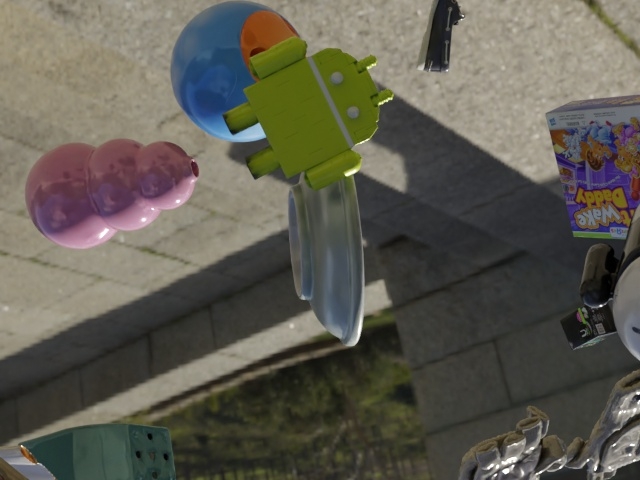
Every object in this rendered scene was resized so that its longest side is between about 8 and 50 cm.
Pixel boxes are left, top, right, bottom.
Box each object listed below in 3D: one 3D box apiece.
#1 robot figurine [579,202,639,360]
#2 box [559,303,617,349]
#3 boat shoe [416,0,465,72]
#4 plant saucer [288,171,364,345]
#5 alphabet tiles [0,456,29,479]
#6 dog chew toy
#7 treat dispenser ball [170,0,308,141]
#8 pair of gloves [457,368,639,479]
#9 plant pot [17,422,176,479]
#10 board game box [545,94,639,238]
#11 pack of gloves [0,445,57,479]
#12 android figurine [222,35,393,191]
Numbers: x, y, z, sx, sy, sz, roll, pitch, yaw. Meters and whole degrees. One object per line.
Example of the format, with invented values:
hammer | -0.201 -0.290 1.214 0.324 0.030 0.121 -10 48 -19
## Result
robot figurine | 0.426 0.037 1.124 0.173 0.278 0.209 43 129 -6
box | 0.478 0.151 1.766 0.052 0.062 0.083 -9 161 -26
boat shoe | 0.230 -0.406 1.816 0.065 0.206 0.075 15 -173 0
plant saucer | 0.000 0.000 1.847 0.100 0.400 0.400 -5 155 -7
alphabet tiles | -0.225 0.326 0.705 0.342 0.285 0.011 24 -176 33
dog chew toy | -0.389 -0.101 1.892 0.332 0.206 0.206 -11 157 15
treat dispenser ball | -0.165 -0.348 2.050 0.288 0.288 0.288 -10 156 -4
pair of gloves | 0.248 0.215 1.014 0.240 0.042 0.204 -23 139 -9
plant pot | -0.371 0.401 1.698 0.234 0.166 0.165 -24 154 28
board game box | 0.547 -0.120 1.627 0.078 0.233 0.347 -25 -165 -30
pack of gloves | -0.397 0.316 1.159 0.232 0.046 0.195 -8 132 21
android figurine | -0.016 -0.213 1.648 0.273 0.248 0.056 -24 -171 4
